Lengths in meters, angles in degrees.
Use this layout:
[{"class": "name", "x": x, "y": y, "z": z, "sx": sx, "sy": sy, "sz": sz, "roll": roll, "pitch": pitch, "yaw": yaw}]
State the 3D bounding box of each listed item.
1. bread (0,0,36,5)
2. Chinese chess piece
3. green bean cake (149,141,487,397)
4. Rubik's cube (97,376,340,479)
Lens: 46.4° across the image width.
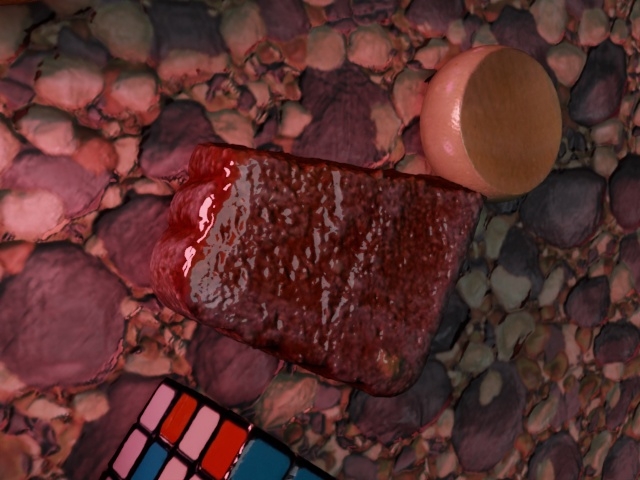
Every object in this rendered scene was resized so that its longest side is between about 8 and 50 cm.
[{"class": "bread", "x": -0.231, "y": -0.205, "z": 0.426, "sx": 0.217, "sy": 0.098, "sz": 0.147, "roll": -10, "pitch": 102, "yaw": -32}, {"class": "Chinese chess piece", "x": 0.157, "y": -0.106, "z": 0.685, "sx": 0.144, "sy": 0.058, "sz": 0.144, "roll": -2, "pitch": 94, "yaw": -32}, {"class": "green bean cake", "x": 0.000, "y": 0.000, "z": 0.571, "sx": 0.232, "sy": 0.097, "sz": 0.199, "roll": 23, "pitch": 81, "yaw": -29}, {"class": "Rubik's cube", "x": -0.066, "y": 0.207, "z": 0.505, "sx": 0.151, "sy": 0.155, "sz": 0.154, "roll": 41, "pitch": 72, "yaw": -27}]
